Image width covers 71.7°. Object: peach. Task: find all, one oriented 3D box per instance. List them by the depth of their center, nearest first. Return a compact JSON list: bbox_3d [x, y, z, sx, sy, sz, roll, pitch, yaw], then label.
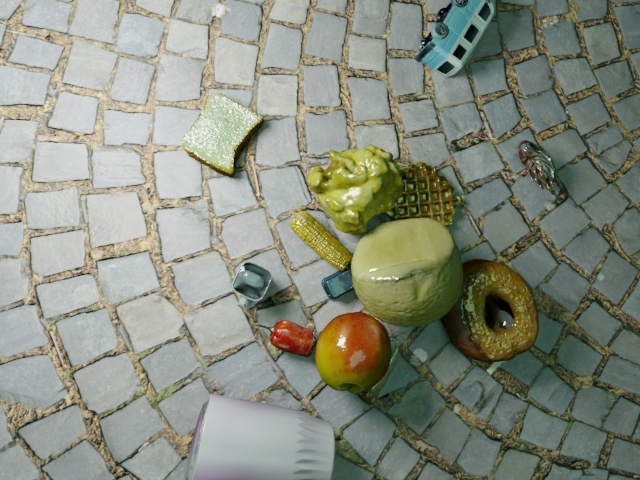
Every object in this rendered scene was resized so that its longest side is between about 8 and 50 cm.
[{"bbox_3d":[0.093,0.316,1.260,0.231,0.231,0.230,1,85,-8],"label":"peach"}]

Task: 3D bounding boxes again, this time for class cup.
[{"bbox_3d":[-0.163,0.566,1.191,0.372,0.253,0.253,11,84,-8],"label":"cup"},{"bbox_3d":[-0.203,0.133,1.282,0.095,0.129,0.128,25,83,-4],"label":"cup"}]

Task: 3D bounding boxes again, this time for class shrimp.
[{"bbox_3d":[0.729,-0.233,1.461,0.079,0.090,0.232,-16,75,-42],"label":"shrimp"}]

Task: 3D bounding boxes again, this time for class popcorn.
[{"bbox_3d":[0.111,-0.164,1.304,0.250,0.235,0.241,-34,114,0],"label":"popcorn"}]

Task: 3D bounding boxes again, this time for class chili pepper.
[{"bbox_3d":[-0.111,0.279,1.307,0.192,0.084,0.086,21,66,-10],"label":"chili pepper"}]

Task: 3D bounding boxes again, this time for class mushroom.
[{"bbox_3d":[0.177,0.393,1.347,0.084,0.071,0.209,29,78,26],"label":"mushroom"}]

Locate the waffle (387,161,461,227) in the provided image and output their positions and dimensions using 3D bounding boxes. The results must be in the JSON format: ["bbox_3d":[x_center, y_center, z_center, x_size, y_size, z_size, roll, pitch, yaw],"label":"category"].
[{"bbox_3d":[0.324,-0.118,1.419,0.238,0.059,0.243,35,84,-7],"label":"waffle"}]

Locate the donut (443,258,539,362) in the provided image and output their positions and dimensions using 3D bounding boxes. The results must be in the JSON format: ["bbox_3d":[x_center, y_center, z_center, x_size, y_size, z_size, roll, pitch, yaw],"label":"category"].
[{"bbox_3d":[0.520,0.219,1.367,0.317,0.150,0.299,37,84,-3],"label":"donut"}]

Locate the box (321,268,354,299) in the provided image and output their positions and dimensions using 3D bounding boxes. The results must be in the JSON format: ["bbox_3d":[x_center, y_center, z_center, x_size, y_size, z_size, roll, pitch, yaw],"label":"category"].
[{"bbox_3d":[0.060,0.134,1.356,0.099,0.054,0.074,-27,91,-10],"label":"box"}]

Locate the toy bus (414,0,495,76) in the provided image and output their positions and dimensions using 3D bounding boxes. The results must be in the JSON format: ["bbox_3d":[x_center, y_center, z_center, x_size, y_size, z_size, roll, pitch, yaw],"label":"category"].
[{"bbox_3d":[0.447,-0.682,1.440,0.165,0.133,0.271,33,84,-9],"label":"toy bus"}]

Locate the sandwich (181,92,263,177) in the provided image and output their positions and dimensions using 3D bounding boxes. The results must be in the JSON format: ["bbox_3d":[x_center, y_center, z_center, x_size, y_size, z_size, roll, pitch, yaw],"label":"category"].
[{"bbox_3d":[-0.295,-0.320,1.339,0.186,0.065,0.214,30,82,-4],"label":"sandwich"}]

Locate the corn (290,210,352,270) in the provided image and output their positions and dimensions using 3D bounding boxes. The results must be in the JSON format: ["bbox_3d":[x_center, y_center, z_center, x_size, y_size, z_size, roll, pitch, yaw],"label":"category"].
[{"bbox_3d":[0.000,0.000,1.347,0.238,0.080,0.080,44,81,-5],"label":"corn"}]

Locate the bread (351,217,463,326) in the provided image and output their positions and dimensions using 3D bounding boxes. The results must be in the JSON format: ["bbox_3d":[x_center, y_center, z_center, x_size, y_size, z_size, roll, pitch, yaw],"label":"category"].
[{"bbox_3d":[0.251,0.092,1.283,0.321,0.237,0.320,-5,43,5],"label":"bread"}]
